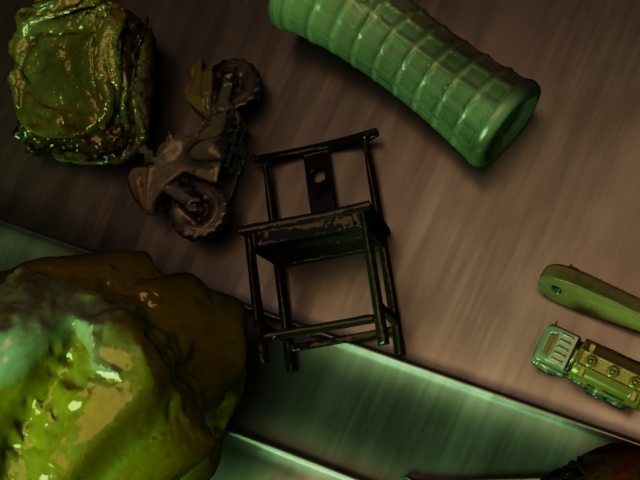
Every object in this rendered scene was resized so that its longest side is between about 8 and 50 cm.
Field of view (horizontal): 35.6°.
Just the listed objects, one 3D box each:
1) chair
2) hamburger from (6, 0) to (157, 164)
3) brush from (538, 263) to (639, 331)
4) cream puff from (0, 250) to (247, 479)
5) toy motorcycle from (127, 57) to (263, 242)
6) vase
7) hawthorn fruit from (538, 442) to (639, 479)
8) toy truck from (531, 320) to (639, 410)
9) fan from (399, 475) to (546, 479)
[{"bbox_3d":[0.000,0.000,1.077,0.154,0.141,0.260,-11,77,10],"label":"chair"},{"bbox_3d":[-0.277,-0.193,1.207,0.183,0.130,0.206,3,91,23],"label":"hamburger"},{"bbox_3d":[0.383,0.083,1.006,0.327,0.070,0.065,22,64,19],"label":"brush"},{"bbox_3d":[-0.239,0.189,0.959,0.378,0.378,0.276,-24,56,6],"label":"cream puff"},{"bbox_3d":[-0.149,-0.113,1.162,0.129,0.094,0.229,8,73,17],"label":"toy motorcycle"},{"bbox_3d":[0.097,-0.213,1.109,0.299,0.143,0.143,40,88,16],"label":"vase"},{"bbox_3d":[0.294,0.301,0.913,0.181,0.181,0.235,-41,80,1],"label":"hawthorn fruit"},{"bbox_3d":[0.278,0.128,1.014,0.123,0.063,0.052,26,84,18],"label":"toy truck"},{"bbox_3d":[0.176,0.257,1.031,0.193,0.016,0.038,0,78,13],"label":"fan"}]
